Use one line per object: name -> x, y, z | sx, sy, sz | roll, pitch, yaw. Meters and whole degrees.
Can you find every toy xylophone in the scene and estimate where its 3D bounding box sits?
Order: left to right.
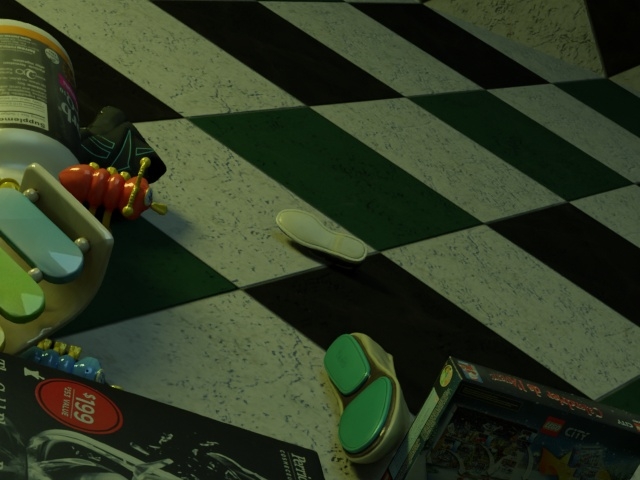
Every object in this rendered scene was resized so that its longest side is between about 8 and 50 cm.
toy xylophone -> -0.345, 0.045, 1.405 | 0.236, 0.081, 0.323 | 34, 54, 19

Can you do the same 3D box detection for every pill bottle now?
pill bottle -> -0.327, -0.088, 1.741 | 0.162, 0.162, 0.278 | 16, 38, -27

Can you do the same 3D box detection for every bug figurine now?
bug figurine -> -0.263, 0.025, 1.528 | 0.216, 0.072, 0.279 | 12, 61, -2

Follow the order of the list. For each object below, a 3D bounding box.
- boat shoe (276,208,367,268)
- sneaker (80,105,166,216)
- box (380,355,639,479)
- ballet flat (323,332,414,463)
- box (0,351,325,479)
boat shoe -> 0.000, 0.000, 2.154 | 0.125, 0.038, 0.046 | 21, 62, 1
sneaker -> -0.255, -0.076, 1.943 | 0.106, 0.101, 0.267 | 40, 28, -2
box -> 0.198, 0.221, 1.691 | 0.233, 0.159, 0.044 | 19, 22, -22
ballet flat -> 0.061, 0.174, 1.765 | 0.086, 0.086, 0.248 | 21, 20, -14
box -> -0.147, 0.259, 1.153 | 0.313, 0.179, 0.343 | 21, 22, -20
